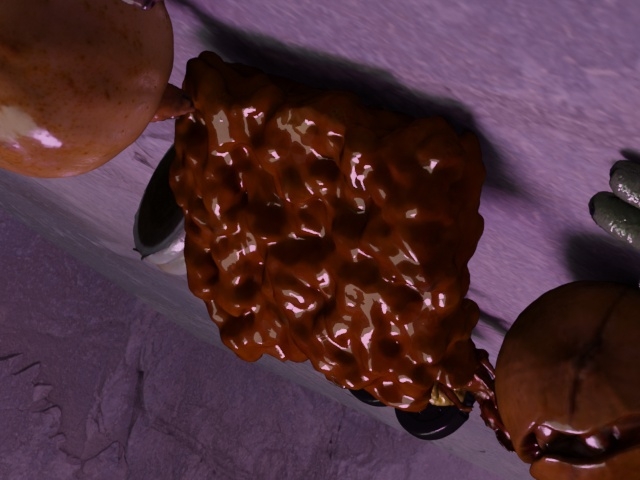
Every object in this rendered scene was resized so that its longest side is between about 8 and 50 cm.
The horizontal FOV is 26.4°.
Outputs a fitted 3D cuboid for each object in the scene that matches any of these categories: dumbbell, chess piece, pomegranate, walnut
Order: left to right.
[{"bbox_3d":[-0.220,-0.155,1.106,0.207,0.207,0.207,27,170,5],"label":"pomegranate"},{"bbox_3d":[-0.050,0.000,1.561,0.298,0.176,0.175,25,172,-27],"label":"chess piece"},{"bbox_3d":[0.139,0.213,2.106,0.143,0.143,0.325,18,165,45],"label":"dumbbell"},{"bbox_3d":[0.272,0.142,1.295,0.209,0.209,0.336,26,179,14],"label":"walnut"}]

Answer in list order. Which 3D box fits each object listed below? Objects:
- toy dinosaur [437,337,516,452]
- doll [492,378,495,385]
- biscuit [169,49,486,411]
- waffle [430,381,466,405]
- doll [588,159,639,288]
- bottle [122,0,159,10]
[{"bbox_3d":[0.120,0.095,1.706,0.432,0.097,0.208,48,168,3],"label":"toy dinosaur"},{"bbox_3d":[0.304,0.213,1.795,0.149,0.095,0.192,9,171,-9],"label":"doll"},{"bbox_3d":[0.000,0.000,1.211,0.312,0.110,0.318,20,127,34],"label":"biscuit"},{"bbox_3d":[0.112,0.146,1.886,0.219,0.057,0.229,35,-166,-2],"label":"waffle"},{"bbox_3d":[0.267,-0.004,0.978,0.150,0.077,0.115,37,133,11],"label":"doll"},{"bbox_3d":[-0.105,-0.213,0.788,0.110,0.110,0.233,27,170,7],"label":"bottle"}]
